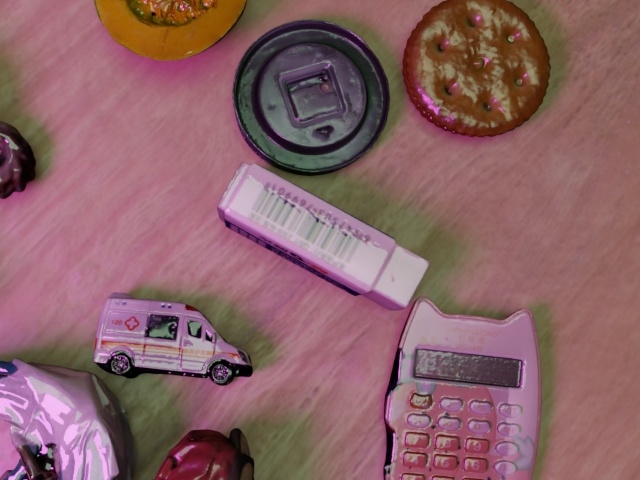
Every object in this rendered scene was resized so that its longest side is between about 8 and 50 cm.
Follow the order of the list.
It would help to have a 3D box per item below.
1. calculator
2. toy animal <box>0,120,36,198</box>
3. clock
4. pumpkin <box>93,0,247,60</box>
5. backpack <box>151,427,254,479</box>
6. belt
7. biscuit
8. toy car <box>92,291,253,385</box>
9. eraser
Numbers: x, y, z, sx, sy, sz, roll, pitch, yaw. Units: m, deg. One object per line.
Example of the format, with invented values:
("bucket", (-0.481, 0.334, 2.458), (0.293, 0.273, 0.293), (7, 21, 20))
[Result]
("calculator", (0.194, 0.250, 1.087), (0.220, 0.048, 0.329), (8, 83, -7))
("toy animal", (-0.556, -0.090, 0.967), (0.303, 0.194, 0.344), (42, 68, -14))
("clock", (-0.014, -0.203, 1.127), (0.226, 0.049, 0.226), (1, 83, -6))
("pumpkin", (-0.196, -0.335, 1.104), (0.218, 0.110, 0.217), (-1, 80, 6))
("backpack", (-0.156, 0.338, 0.948), (0.139, 0.229, 0.229), (11, 81, -3))
("belt", (-0.444, 0.305, 0.939), (0.437, 0.173, 0.300), (-23, 82, -10))
("biscuit", (0.228, -0.256, 1.154), (0.221, 0.066, 0.220), (0, 85, -6))
("toy car", (-0.190, 0.132, 1.037), (0.210, 0.089, 0.108), (7, 76, -2))
("eraser", (0.000, 0.000, 1.059), (0.279, 0.124, 0.081), (28, 80, -1))
